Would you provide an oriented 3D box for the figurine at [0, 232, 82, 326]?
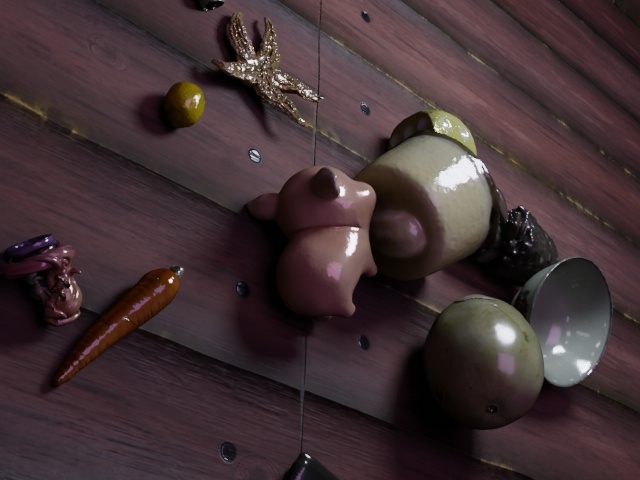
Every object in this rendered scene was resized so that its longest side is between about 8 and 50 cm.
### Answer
[{"bbox_3d":[-0.431,0.058,1.458,0.114,0.126,0.157,-42,101,-6],"label":"figurine"}]

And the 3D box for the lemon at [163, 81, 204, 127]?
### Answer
[{"bbox_3d":[-0.275,-0.278,1.846,0.082,0.082,0.111,33,54,-29],"label":"lemon"}]

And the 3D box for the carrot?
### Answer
[{"bbox_3d":[-0.341,0.136,1.552,0.069,0.069,0.336,53,47,-8],"label":"carrot"}]

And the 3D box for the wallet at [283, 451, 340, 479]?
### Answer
[{"bbox_3d":[-0.032,0.524,1.645,0.168,0.052,0.245,46,46,-16],"label":"wallet"}]

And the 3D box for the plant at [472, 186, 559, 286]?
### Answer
[{"bbox_3d":[0.474,-0.003,2.399,0.320,0.194,0.182,35,33,-33],"label":"plant"}]

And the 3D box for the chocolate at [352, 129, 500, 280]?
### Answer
[{"bbox_3d":[0.195,-0.062,2.064,0.297,0.326,0.314,-26,90,-33],"label":"chocolate"}]

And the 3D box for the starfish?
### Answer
[{"bbox_3d":[-0.122,-0.385,2.085,0.302,0.060,0.299,45,36,-8],"label":"starfish"}]

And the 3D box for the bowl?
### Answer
[{"bbox_3d":[0.596,0.201,2.367,0.337,0.157,0.338,-5,98,-36],"label":"bowl"}]

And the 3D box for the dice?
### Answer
[{"bbox_3d":[0.284,-0.219,2.322,0.169,0.169,0.166,20,54,-39],"label":"dice"}]

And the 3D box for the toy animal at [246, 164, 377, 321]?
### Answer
[{"bbox_3d":[0.000,0.000,1.882,0.269,0.237,0.326,51,42,-27],"label":"toy animal"}]

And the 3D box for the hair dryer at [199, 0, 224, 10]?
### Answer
[{"bbox_3d":[-0.239,-0.653,2.112,0.298,0.118,0.296,25,56,-51],"label":"hair dryer"}]

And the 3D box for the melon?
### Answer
[{"bbox_3d":[0.361,0.269,2.039,0.268,0.268,0.330,41,22,-22],"label":"melon"}]
